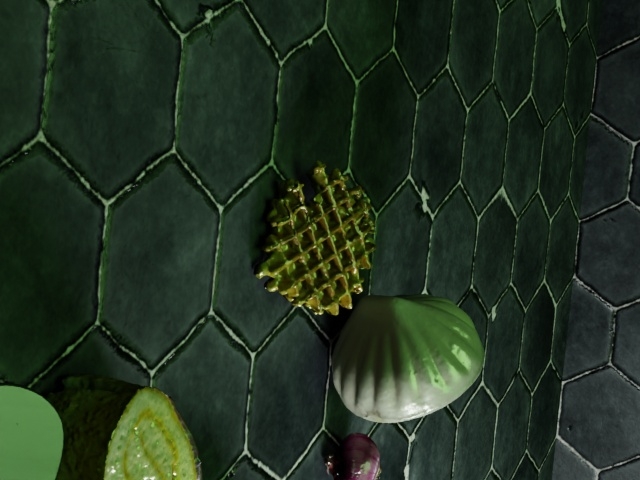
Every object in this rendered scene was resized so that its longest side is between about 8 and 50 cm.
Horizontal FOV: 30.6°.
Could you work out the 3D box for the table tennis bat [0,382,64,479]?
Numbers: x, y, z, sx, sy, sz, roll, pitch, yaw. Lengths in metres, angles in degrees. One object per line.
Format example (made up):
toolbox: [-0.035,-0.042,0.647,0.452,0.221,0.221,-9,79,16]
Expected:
table tennis bat: [-0.368,0.287,1.259,0.154,0.021,0.274,24,81,-37]

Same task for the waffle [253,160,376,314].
waffle: [0.000,0.000,1.821,0.232,0.051,0.228,30,68,-42]

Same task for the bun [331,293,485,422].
bun: [0.127,0.160,1.942,0.263,0.263,0.175,-53,131,-42]

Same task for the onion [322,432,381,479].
onion: [0.053,0.389,2.021,0.104,0.115,0.115,13,83,-17]

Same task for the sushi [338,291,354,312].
sushi: [0.032,0.059,1.935,0.083,0.056,0.084,-59,144,-36]

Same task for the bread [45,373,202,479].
bread: [-0.246,0.279,1.421,0.186,0.124,0.257,-57,143,-28]
